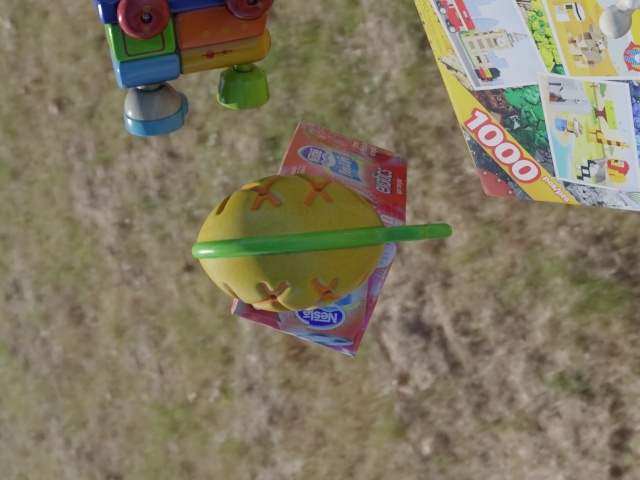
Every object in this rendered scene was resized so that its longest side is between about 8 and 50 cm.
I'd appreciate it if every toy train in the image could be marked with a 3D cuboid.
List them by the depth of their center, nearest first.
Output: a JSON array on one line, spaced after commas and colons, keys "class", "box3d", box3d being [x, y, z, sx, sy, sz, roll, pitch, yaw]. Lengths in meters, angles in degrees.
[{"class": "toy train", "box3d": [-0.063, -0.178, 1.046, 0.105, 0.248, 0.143, -120, 21, -54]}]

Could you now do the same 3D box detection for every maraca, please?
[{"class": "maraca", "box3d": [0.000, 0.000, 0.880, 0.127, 0.185, 0.099, -148, 54, -84]}]

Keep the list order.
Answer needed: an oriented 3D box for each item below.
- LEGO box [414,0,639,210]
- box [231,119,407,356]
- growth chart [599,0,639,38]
[{"class": "LEGO box", "box3d": [0.361, -0.296, 1.735, 0.372, 0.193, 0.500, 8, 136, 40]}, {"class": "box", "box3d": [0.006, -0.013, 1.355, 0.300, 0.142, 0.154, -76, 6, -70]}, {"class": "growth chart", "box3d": [0.205, -0.060, 0.497, 0.172, 0.021, 0.237, -52, 54, 39]}]
